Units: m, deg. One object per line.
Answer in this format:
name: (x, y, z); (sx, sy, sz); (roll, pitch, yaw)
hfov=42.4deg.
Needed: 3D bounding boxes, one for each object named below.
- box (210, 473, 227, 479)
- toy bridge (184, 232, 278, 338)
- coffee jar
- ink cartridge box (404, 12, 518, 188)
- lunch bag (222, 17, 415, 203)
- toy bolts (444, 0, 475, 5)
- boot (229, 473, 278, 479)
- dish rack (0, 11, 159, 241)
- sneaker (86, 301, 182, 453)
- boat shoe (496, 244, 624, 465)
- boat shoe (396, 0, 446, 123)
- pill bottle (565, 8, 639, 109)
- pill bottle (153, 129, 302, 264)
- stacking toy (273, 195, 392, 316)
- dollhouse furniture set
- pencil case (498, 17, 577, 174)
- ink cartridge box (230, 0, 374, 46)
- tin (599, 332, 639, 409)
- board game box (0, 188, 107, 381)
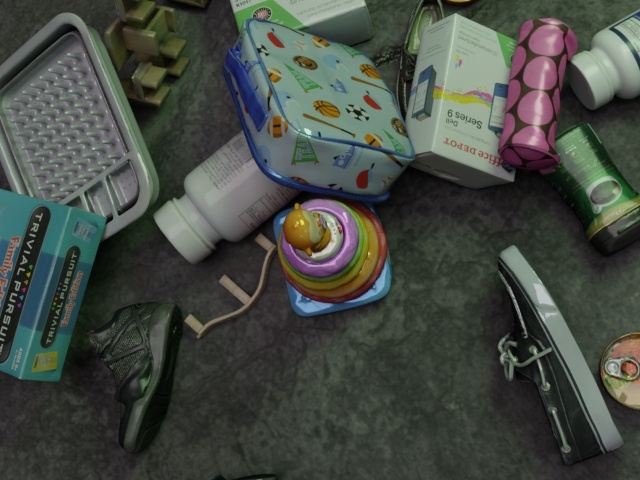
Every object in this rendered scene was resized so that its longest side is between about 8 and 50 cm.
box: (-0.188, 0.423, 1.059); (0.108, 0.153, 0.207); (45, 99, 10)
toy bridge: (-0.129, 0.079, 1.275); (0.063, 0.026, 0.188); (39, 87, 15)
coffee jar: (0.394, -0.072, 1.186); (0.096, 0.079, 0.184); (-32, 73, 4)
ink cartridge box: (0.215, -0.198, 1.207); (0.154, 0.093, 0.212); (17, 80, -26)
lunch bag: (-0.014, -0.191, 1.178); (0.115, 0.243, 0.303); (-59, 38, 35)
toy bolts: (0.243, -0.505, 1.269); (0.229, 0.158, 0.218); (-18, 75, 6)
boot: (-0.131, 0.491, 1.148); (0.264, 0.096, 0.280); (-26, 75, 3)
dish rack: (-0.384, -0.152, 1.288); (0.286, 0.072, 0.332); (-27, 84, 33)
sneaker: (-0.293, 0.202, 1.249); (0.130, 0.087, 0.227); (3, 75, 13)
boat shoe: (0.301, 0.160, 1.138); (0.105, 0.113, 0.306); (-26, 90, 10)
boat shoe: (0.157, -0.278, 1.278); (0.080, 0.073, 0.223); (5, 78, 11)
pill bottle: (0.460, -0.272, 1.203); (0.187, 0.112, 0.112); (-29, 74, 3)
pill bottle: (-0.134, -0.072, 1.255); (0.229, 0.131, 0.131); (-39, 74, 0)
stacking toy: (0.000, 0.000, 1.124); (0.166, 0.302, 0.175); (-15, 79, 7)
dollhouse furniture set: (-0.297, -0.381, 1.320); (0.161, 0.212, 0.242); (16, 54, 12)
pencil case: (0.307, -0.201, 1.154); (0.098, 0.095, 0.209); (23, 74, -31)
ink cartridge box: (-0.053, -0.437, 1.330); (0.202, 0.117, 0.278); (-18, 74, 6)
tin: (0.482, 0.186, 1.136); (0.190, 0.040, 0.106); (6, 75, 12)
board game box: (-0.507, 0.046, 1.265); (0.336, 0.079, 0.253); (13, 86, 30)
